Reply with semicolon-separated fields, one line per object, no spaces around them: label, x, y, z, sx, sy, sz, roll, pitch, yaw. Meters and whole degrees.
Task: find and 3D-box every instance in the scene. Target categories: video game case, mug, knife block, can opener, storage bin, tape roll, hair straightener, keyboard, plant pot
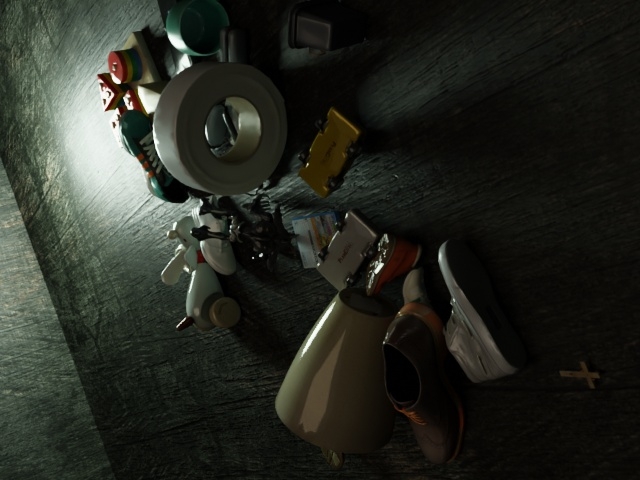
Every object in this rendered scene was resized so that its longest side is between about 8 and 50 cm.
video game case;0.000;0.000;1.786;0.166;0.015;0.119;-7;99;54
mug;-0.279;-0.500;1.854;0.097;0.158;0.129;18;143;52
knife block;-0.340;-0.337;2.027;0.242;0.088;0.275;-41;71;52
can opener;-0.210;-0.348;1.854;0.074;0.093;0.280;30;123;44
storage bin;0.017;-0.389;1.496;0.091;0.135;0.098;27;126;33
tape roll;-0.209;-0.242;1.729;0.100;0.286;0.286;16;118;50
hair straightener;-0.192;-0.202;1.880;0.047;0.089;0.230;-102;-3;-59
keyboard;-0.342;-0.549;1.983;0.201;0.033;0.317;-1;105;60
plant pot;0.062;0.246;1.646;0.256;0.256;0.274;34;118;40

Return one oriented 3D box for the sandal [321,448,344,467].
sandal;0.024;0.459;1.940;0.180;0.049;0.072;63;141;37

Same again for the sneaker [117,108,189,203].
sneaker;-0.432;-0.220;2.150;0.121;0.108;0.302;23;149;36

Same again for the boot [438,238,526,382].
boot;0.254;0.133;1.435;0.123;0.095;0.258;-34;78;47

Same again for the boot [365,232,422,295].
boot;0.140;0.056;1.566;0.059;0.085;0.158;-96;23;-43

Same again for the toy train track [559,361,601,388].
toy train track;0.427;0.216;1.316;0.083;0.014;0.048;-13;102;60

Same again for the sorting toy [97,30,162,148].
sorting toy;-0.537;-0.406;2.258;0.257;0.089;0.255;-34;77;54

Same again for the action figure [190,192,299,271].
action figure;-0.157;-0.030;1.887;0.276;0.141;0.164;14;110;21

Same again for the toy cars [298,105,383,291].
toy cars;0.054;-0.084;1.620;0.176;0.087;0.393;6;115;40

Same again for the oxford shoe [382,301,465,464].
oxford shoe;0.182;0.302;1.544;0.130;0.133;0.363;4;121;39

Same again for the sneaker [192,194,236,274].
sneaker;-0.265;-0.016;2.089;0.094;0.080;0.212;-33;76;42

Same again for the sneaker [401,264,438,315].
sneaker;0.199;0.125;1.554;0.075;0.057;0.161;20;121;29

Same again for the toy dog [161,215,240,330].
toy dog;-0.358;0.117;2.191;0.333;0.161;0.220;57;142;19
